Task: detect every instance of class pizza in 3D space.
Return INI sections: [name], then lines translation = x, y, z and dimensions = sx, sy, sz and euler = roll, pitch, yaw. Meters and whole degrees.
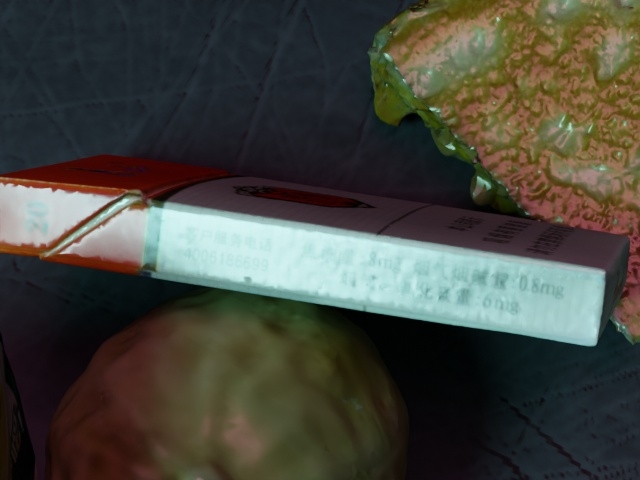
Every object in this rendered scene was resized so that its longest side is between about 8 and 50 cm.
[pizza]
translation = 0.124, -0.040, 0.870
dimensions = 0.188, 0.062, 0.199
euler = -10, 68, 4

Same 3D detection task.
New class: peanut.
[peanut]
translation = -0.036, 0.087, 0.757
dimensions = 0.140, 0.109, 0.159
euler = 41, 52, 5

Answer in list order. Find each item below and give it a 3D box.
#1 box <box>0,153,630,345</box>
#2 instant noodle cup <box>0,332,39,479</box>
[box]
translation = 0.000, 0.000, 0.776
dimensions = 0.245, 0.139, 0.035
euler = 10, 98, 13
[instant noodle cup]
translation = -0.201, 0.135, 0.659
dimensions = 0.178, 0.240, 0.240
euler = -5, 61, 3
